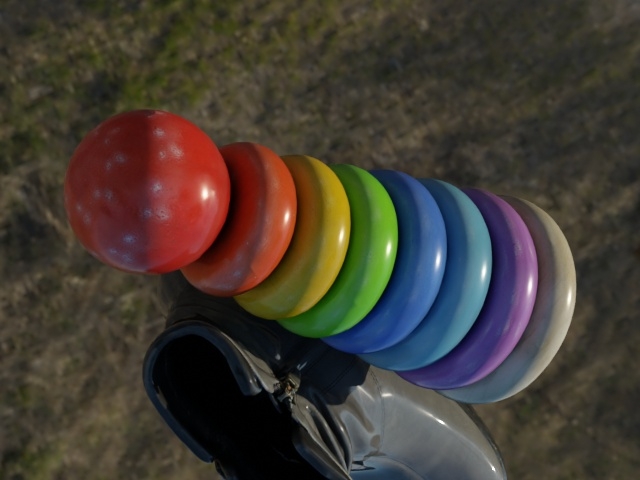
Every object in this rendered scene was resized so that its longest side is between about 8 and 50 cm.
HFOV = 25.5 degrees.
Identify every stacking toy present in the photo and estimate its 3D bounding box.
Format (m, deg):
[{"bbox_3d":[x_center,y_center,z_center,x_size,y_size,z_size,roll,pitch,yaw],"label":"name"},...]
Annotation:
[{"bbox_3d":[0.000,0.000,0.833,0.330,0.141,0.141,20,132,-40],"label":"stacking toy"}]

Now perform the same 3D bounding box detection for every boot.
[{"bbox_3d":[0.007,0.139,0.945,0.338,0.222,0.118,39,106,-20],"label":"boot"}]
